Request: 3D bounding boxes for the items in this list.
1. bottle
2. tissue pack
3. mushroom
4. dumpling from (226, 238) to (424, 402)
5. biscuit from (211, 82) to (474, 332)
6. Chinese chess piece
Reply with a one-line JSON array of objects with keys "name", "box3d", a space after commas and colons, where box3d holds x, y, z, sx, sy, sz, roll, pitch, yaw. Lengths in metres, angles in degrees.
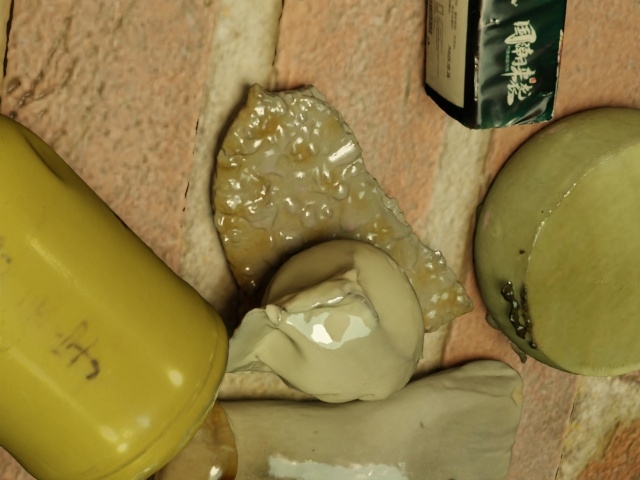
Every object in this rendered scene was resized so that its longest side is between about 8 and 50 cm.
[{"name": "bottle", "box3d": [-0.223, 0.003, 0.865, 0.171, 0.171, 0.351, -42, 123, -3]}, {"name": "tissue pack", "box3d": [0.129, -0.177, 0.997, 0.090, 0.103, 0.170, -7, 115, -16]}, {"name": "mushroom", "box3d": [0.017, 0.172, 1.107, 0.329, 0.122, 0.159, 6, 73, -29]}, {"name": "dumpling", "box3d": [-0.001, 0.072, 1.009, 0.155, 0.111, 0.181, -18, 132, 10]}, {"name": "biscuit", "box3d": [-0.001, -0.001, 1.051, 0.141, 0.038, 0.290, -39, 125, 0]}, {"name": "Chinese chess piece", "box3d": [0.234, 0.001, 1.134, 0.238, 0.092, 0.237, -11, 117, -22]}]
